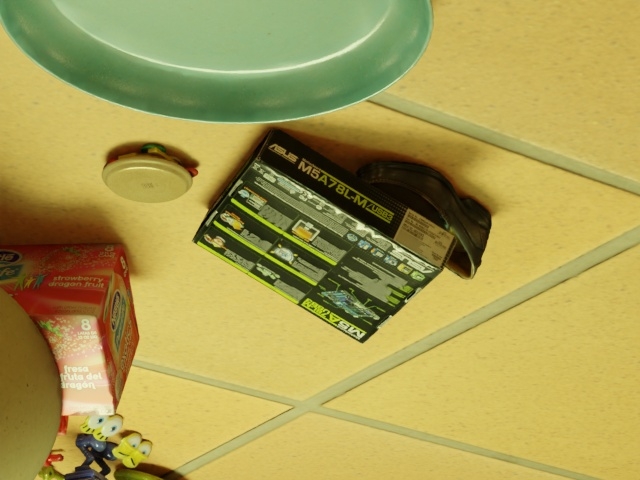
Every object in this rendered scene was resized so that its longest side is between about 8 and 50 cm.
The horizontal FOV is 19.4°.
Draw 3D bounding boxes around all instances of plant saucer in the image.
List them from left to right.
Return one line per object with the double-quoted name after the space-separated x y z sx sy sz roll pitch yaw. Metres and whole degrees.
-0.076 -0.178 1.360 0.317 0.043 0.317 3 156 1 "plant saucer"

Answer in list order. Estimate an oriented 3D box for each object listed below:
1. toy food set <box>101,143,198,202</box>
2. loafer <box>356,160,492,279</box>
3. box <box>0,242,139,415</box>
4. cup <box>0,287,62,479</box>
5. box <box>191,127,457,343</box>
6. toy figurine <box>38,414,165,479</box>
-0.151 -0.057 1.651 0.082 0.020 0.083 -12 151 27 "toy food set"
0.095 -0.020 1.656 0.062 0.061 0.170 -19 147 40 "loafer"
-0.315 0.086 1.802 0.257 0.128 0.122 -1 122 9 "box"
-0.420 0.194 1.668 0.331 0.237 0.331 4 123 6 "cup"
0.000 0.000 1.658 0.191 0.045 0.184 31 151 -7 "box"
-0.304 0.362 2.331 0.191 0.217 0.362 -5 153 16 "toy figurine"
